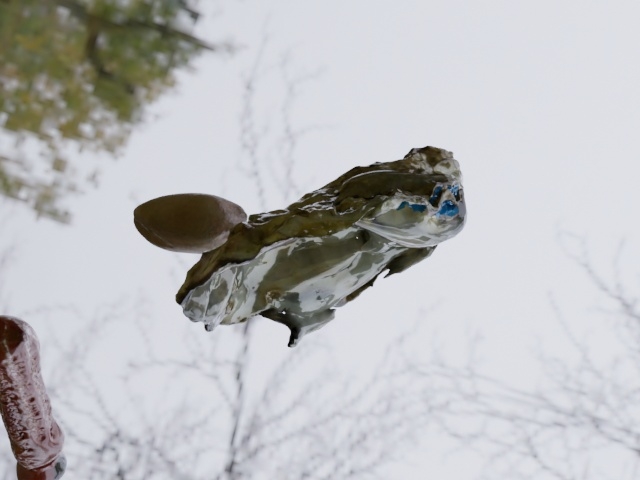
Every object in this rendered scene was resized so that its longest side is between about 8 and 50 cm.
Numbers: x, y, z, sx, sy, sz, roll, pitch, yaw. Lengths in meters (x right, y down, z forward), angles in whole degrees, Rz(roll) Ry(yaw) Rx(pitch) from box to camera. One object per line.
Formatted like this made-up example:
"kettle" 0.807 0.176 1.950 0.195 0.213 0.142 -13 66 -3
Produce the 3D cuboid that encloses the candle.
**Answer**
"candle" -0.250 0.145 1.411 0.329 0.051 0.048 96 -24 -61

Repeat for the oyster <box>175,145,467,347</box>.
"oyster" 0.000 0.000 1.185 0.214 0.223 0.083 -32 -106 11

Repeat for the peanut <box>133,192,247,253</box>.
"peanut" -0.159 -0.020 1.987 0.152 0.076 0.076 0 -109 24
